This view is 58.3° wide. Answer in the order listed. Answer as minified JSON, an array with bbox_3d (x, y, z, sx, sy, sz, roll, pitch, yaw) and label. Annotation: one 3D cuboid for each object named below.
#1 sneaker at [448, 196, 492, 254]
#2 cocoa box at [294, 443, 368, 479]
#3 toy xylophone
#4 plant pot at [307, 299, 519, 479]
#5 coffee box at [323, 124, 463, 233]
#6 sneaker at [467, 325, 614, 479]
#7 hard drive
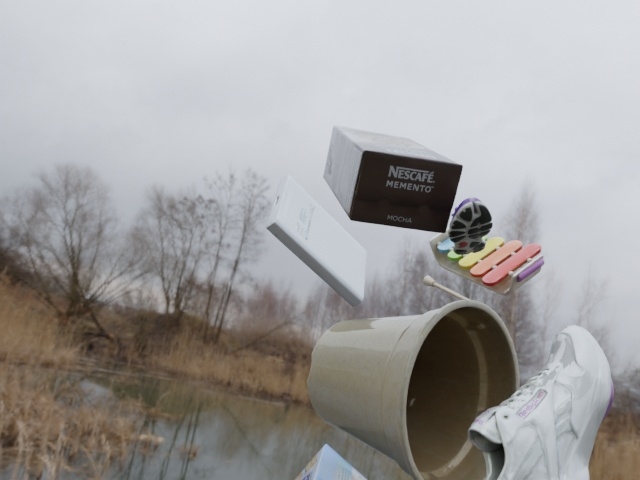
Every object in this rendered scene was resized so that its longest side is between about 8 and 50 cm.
[{"bbox_3d":[0.229,-0.031,0.920,0.068,0.071,0.170,-13,-21,4],"label":"sneaker"},{"bbox_3d":[0.012,0.569,1.036,0.231,0.228,0.347,39,0,7],"label":"cocoa box"},{"bbox_3d":[0.421,0.065,1.533,0.322,0.236,0.081,19,-46,46],"label":"toy xylophone"},{"bbox_3d":[0.149,0.271,1.081,0.333,0.334,0.305,21,-14,-39],"label":"plant pot"},{"bbox_3d":[0.115,-0.120,1.034,0.168,0.119,0.297,8,17,-11],"label":"coffee box"},{"bbox_3d":[0.286,0.228,0.753,0.152,0.305,0.114,24,-33,9],"label":"sneaker"},{"bbox_3d":[0.000,0.000,1.639,0.047,0.233,0.353,-33,-63,29],"label":"hard drive"}]
